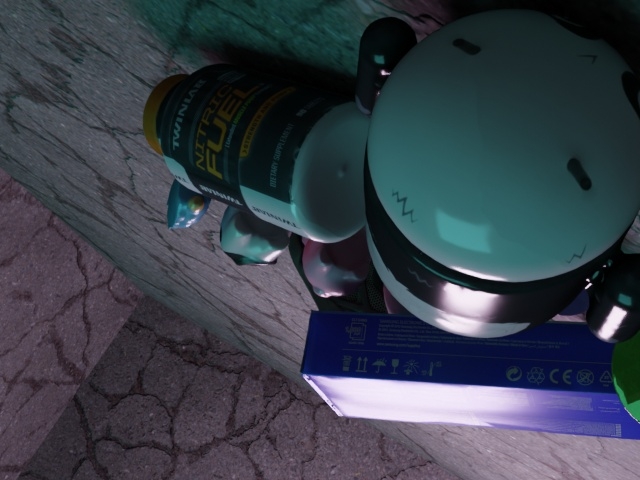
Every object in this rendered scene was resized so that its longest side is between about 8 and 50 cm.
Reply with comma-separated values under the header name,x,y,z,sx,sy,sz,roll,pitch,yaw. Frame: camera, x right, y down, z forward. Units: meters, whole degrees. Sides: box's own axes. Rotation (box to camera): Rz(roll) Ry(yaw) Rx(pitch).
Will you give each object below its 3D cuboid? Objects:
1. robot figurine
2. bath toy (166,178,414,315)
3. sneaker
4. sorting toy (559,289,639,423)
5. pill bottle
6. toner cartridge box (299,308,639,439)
name,x,y,z,sx,sy,sz,roll,pitch,yaw
robot figurine,0.116,-0.035,0.679,0.209,0.174,0.278,8,163,5
bath toy,0.000,0.000,1.157,0.348,0.151,0.129,27,153,-9
sneaker,0.043,0.034,1.322,0.087,0.130,0.227,40,-166,-47
sorting toy,0.331,0.105,0.894,0.365,0.127,0.126,36,-163,1
pill bottle,-0.062,-0.091,0.976,0.245,0.130,0.130,22,163,41
toner cartridge box,0.169,0.141,1.087,0.347,0.075,0.165,2,157,17
